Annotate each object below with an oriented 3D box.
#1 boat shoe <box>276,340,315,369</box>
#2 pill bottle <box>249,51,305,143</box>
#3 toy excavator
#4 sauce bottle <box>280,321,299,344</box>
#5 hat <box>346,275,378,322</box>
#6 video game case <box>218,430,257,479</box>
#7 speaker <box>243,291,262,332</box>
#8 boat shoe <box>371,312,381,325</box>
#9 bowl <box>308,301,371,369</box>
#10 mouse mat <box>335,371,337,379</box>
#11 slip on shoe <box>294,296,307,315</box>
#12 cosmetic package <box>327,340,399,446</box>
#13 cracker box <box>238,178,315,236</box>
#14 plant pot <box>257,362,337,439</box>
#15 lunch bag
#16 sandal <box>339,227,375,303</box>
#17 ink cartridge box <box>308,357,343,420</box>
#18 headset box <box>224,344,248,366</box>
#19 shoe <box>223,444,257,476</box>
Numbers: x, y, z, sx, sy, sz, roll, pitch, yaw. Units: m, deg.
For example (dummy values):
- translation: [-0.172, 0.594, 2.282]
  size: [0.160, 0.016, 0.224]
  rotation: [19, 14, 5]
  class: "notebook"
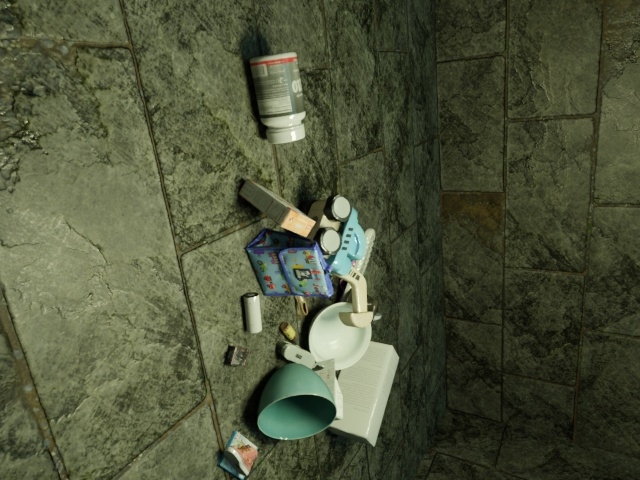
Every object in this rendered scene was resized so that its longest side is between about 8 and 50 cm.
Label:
- translation: [-0.097, 0.462, 1.850]
  size: [0.078, 0.070, 0.219]
  rotation: [-54, 135, -13]
  class: "boat shoe"
- translation: [-0.139, -0.489, 1.575]
  size: [0.161, 0.161, 0.283]
  rotation: [-38, 126, -51]
  class: "pill bottle"
- translation: [0.091, 0.088, 1.845]
  size: [0.445, 0.222, 0.433]
  rotation: [32, 67, -33]
  class: "toy excavator"
- translation: [-0.120, 0.375, 1.837]
  size: [0.042, 0.042, 0.128]
  rotation: [-62, 140, -33]
  class: "sauce bottle"
- translation: [0.202, 0.348, 2.202]
  size: [0.331, 0.134, 0.331]
  rotation: [-54, 157, -37]
  class: "hat"
- translation: [-0.292, 0.768, 1.631]
  size: [0.119, 0.015, 0.166]
  rotation: [-63, 143, -32]
  class: "video game case"
- translation: [-0.239, 0.256, 1.612]
  size: [0.055, 0.055, 0.136]
  rotation: [-23, 113, -56]
  class: "speaker"
- translation: [0.254, 0.431, 2.439]
  size: [0.228, 0.080, 0.076]
  rotation: [-5, 116, -62]
  class: "boat shoe"
- translation: [0.062, 0.401, 2.002]
  size: [0.298, 0.134, 0.297]
  rotation: [-3, 99, -23]
  class: "bowl"
- translation: [0.040, 0.736, 2.186]
  size: [0.153, 0.007, 0.189]
  rotation: [-1, 96, -59]
  class: "mouse mat"
- translation: [-0.079, 0.247, 1.889]
  size: [0.051, 0.041, 0.135]
  rotation: [-20, 111, -56]
  class: "slip on shoe"
- translation: [0.208, 0.730, 2.241]
  size: [0.453, 0.230, 0.161]
  rotation: [-66, 146, -30]
  class: "cosmetic package"
- translation: [-0.147, -0.110, 1.544]
  size: [0.067, 0.232, 0.156]
  rotation: [-56, 149, 6]
  class: "cracker box"
- translation: [-0.099, 0.583, 1.724]
  size: [0.195, 0.290, 0.290]
  rotation: [-106, 173, -51]
  class: "plant pot"
- translation: [-0.083, 0.089, 1.617]
  size: [0.138, 0.293, 0.221]
  rotation: [-51, 135, -44]
  class: "lunch bag"
- translation: [0.157, 0.131, 2.214]
  size: [0.416, 0.102, 0.169]
  rotation: [-68, 162, -3]
  class: "sandal"
- translation: [-0.001, 0.617, 1.858]
  size: [0.066, 0.189, 0.232]
  rotation: [43, 37, -37]
  class: "ink cartridge box"
- translation: [-0.290, 0.396, 1.568]
  size: [0.083, 0.032, 0.062]
  rotation: [36, 64, -57]
  class: "headset box"
- translation: [-0.274, 0.738, 1.586]
  size: [0.081, 0.063, 0.178]
  rotation: [-56, 144, -40]
  class: "shoe"
